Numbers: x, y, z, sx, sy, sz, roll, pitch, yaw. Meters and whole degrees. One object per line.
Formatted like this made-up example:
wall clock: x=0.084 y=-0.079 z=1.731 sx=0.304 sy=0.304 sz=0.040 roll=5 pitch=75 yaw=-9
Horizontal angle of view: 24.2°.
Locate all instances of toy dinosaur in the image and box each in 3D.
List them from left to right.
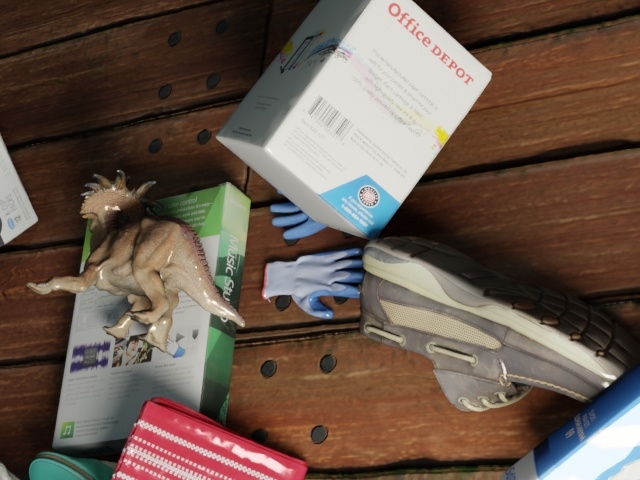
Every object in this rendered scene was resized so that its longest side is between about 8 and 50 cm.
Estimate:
toy dinosaur: x=-0.208 y=0.010 z=1.775 sx=0.295 sy=0.127 sz=0.200 roll=11 pitch=67 yaw=33

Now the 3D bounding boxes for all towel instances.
towel: x=-0.151 y=0.329 z=1.624 sx=0.031 sy=0.199 sz=0.275 roll=136 pitch=157 yaw=-79

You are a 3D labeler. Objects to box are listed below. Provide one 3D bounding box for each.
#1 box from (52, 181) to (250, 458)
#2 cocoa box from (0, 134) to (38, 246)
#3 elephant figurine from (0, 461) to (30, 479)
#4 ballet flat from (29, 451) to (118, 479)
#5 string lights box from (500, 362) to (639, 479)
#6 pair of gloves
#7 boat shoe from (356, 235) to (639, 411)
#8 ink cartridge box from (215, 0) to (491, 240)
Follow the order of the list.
box: x=-0.207 y=0.100 z=1.842 sx=0.232 sy=0.058 sz=0.322 roll=-10 pitch=63 yaw=32
cocoa box: x=-0.607 y=-0.105 z=2.077 sx=0.228 sy=0.231 sz=0.347 roll=-38 pitch=43 yaw=-25
elephant figurine: x=-0.382 y=0.336 z=1.807 sx=0.239 sy=0.186 sz=0.169 roll=-14 pitch=16 yaw=19
ballet flat: x=-0.229 y=0.306 z=1.736 sx=0.247 sy=0.087 sz=0.083 roll=22 pitch=119 yaw=33
string lights box: x=0.304 y=0.194 z=1.357 sx=0.259 sy=0.133 sz=0.077 roll=-42 pitch=8 yaw=12
pair of gloves: x=0.000 y=0.000 z=1.762 sx=0.159 sy=0.023 sz=0.198 roll=-6 pitch=64 yaw=35
boat shoe: x=0.181 y=0.107 z=1.526 sx=0.355 sy=0.132 sz=0.130 roll=27 pitch=110 yaw=41
ink cartridge box: x=0.036 y=-0.150 z=1.666 sx=0.233 sy=0.171 sz=0.168 roll=-53 pitch=23 yaw=-7
